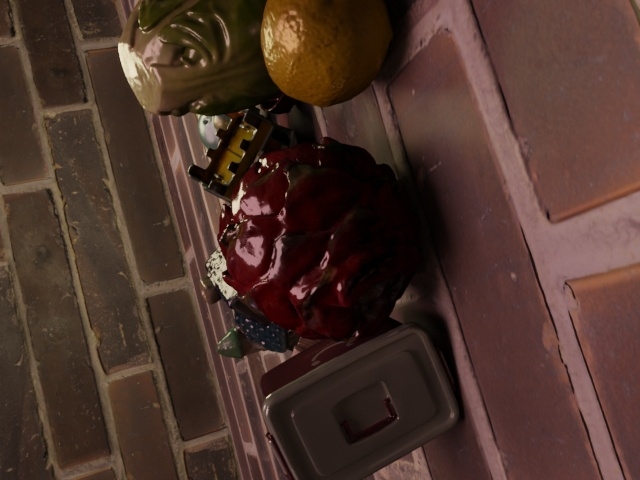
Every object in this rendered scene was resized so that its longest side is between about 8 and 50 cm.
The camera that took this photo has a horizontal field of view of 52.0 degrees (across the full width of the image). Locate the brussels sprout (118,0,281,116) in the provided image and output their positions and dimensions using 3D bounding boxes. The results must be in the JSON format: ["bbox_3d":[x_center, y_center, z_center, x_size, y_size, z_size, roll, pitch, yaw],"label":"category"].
[{"bbox_3d":[-0.187,-0.368,1.195,0.289,0.354,0.281,50,165,22],"label":"brussels sprout"}]

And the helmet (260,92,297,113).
[{"bbox_3d":[-0.079,-0.302,1.375,0.089,0.057,0.111,-49,37,22],"label":"helmet"}]

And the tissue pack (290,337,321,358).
[{"bbox_3d":[0.003,0.307,1.390,0.325,0.170,0.071,109,-173,-54],"label":"tissue pack"}]

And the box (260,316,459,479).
[{"bbox_3d":[0.051,0.249,1.048,0.193,0.293,0.167,66,170,-10],"label":"box"}]

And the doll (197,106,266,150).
[{"bbox_3d":[-0.195,-0.335,1.492,0.177,0.161,0.261,-73,-3,-53],"label":"doll"}]

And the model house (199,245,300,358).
[{"bbox_3d":[-0.107,0.126,1.407,0.243,0.284,0.299,-127,30,-56],"label":"model house"}]

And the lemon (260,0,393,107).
[{"bbox_3d":[0.007,-0.300,0.963,0.231,0.192,0.192,117,136,-62],"label":"lemon"}]

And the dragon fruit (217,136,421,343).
[{"bbox_3d":[0.000,-0.002,1.013,0.329,0.329,0.329,167,90,-69],"label":"dragon fruit"}]

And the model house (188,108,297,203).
[{"bbox_3d":[-0.132,-0.155,1.377,0.198,0.215,0.224,-61,29,1],"label":"model house"}]
